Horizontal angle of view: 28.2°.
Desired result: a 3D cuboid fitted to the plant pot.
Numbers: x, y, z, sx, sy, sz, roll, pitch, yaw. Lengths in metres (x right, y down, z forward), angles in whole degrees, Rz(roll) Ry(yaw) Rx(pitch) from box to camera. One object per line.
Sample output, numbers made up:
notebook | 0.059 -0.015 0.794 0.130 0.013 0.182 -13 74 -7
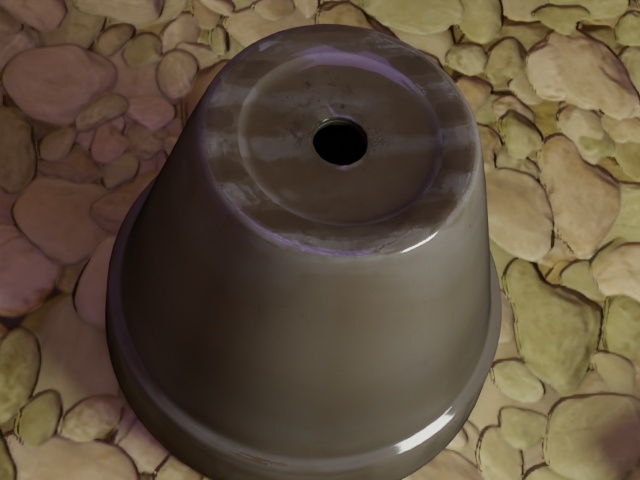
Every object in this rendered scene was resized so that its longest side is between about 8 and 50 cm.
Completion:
plant pot | 0.000 0.000 0.946 0.323 0.280 0.323 3 61 -6
